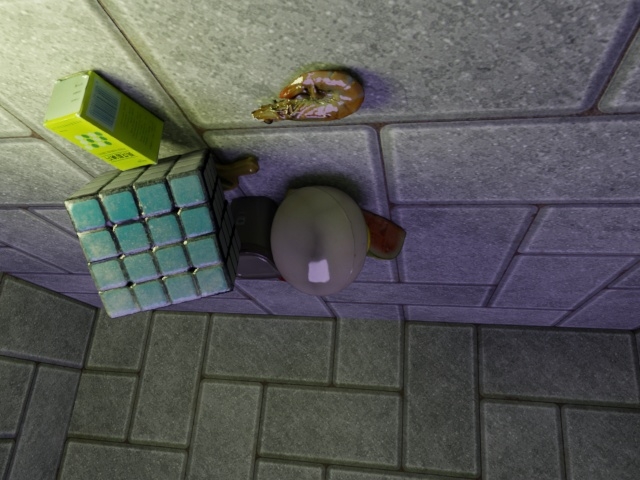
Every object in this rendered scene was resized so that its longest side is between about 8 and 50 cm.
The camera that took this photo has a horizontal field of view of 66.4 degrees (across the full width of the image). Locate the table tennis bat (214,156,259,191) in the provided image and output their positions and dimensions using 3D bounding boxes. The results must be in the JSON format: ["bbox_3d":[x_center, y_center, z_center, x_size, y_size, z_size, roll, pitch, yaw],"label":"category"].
[{"bbox_3d":[-0.321,-0.215,1.546,0.321,0.050,0.198,-5,157,35],"label":"table tennis bat"}]

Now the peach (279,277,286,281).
[{"bbox_3d":[-0.138,0.047,1.940,0.244,0.243,0.199,0,153,12],"label":"peach"}]

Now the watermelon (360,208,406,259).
[{"bbox_3d":[0.186,-0.002,1.840,0.304,0.159,0.129,20,159,-38],"label":"watermelon"}]

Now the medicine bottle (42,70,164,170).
[{"bbox_3d":[-0.535,-0.294,1.234,0.137,0.140,0.250,-8,156,26],"label":"medicine bottle"}]

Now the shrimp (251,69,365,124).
[{"bbox_3d":[-0.041,-0.329,1.133,0.288,0.062,0.152,-5,156,16],"label":"shrimp"}]

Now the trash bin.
[{"bbox_3d":[-0.241,-0.010,1.774,0.220,0.249,0.219,-2,158,19],"label":"trash bin"}]

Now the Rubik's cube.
[{"bbox_3d":[-0.430,-0.034,1.343,0.345,0.336,0.343,-15,-159,-3],"label":"Rubik's cube"}]

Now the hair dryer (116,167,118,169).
[{"bbox_3d":[-0.498,-0.129,1.575,0.353,0.210,0.125,2,158,2],"label":"hair dryer"}]

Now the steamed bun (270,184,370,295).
[{"bbox_3d":[-0.005,0.002,1.617,0.335,0.373,0.334,5,-155,-2],"label":"steamed bun"}]
